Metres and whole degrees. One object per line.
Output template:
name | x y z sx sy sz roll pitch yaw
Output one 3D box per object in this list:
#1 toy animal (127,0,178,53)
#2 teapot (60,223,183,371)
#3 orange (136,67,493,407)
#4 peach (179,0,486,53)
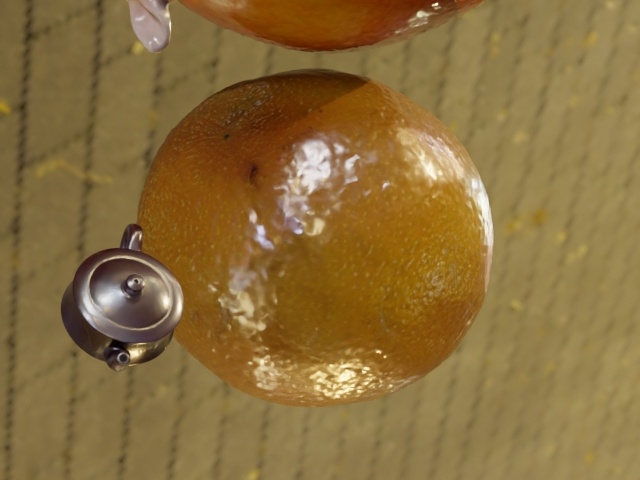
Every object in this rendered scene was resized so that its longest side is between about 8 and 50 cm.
toy animal | -0.140 -0.324 1.878 0.166 0.154 0.250 -55 173 -39
teapot | -0.111 0.032 1.144 0.045 0.068 0.100 124 -26 -52
orange | 0.000 0.000 1.455 0.264 0.264 0.264 -42 150 -31
peach | 0.015 -0.308 1.398 0.388 0.388 0.388 -42 150 -31
